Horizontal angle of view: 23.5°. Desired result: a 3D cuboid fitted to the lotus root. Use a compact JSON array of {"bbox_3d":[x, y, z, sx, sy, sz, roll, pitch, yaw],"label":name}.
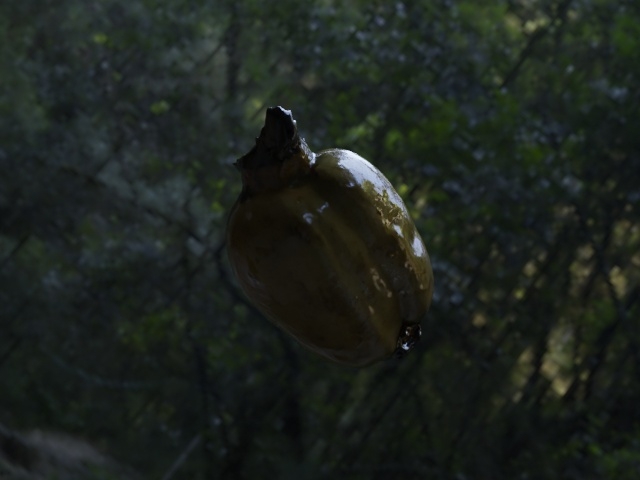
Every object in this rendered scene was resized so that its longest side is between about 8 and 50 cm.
[{"bbox_3d":[0.000,0.000,1.081,0.118,0.125,0.221,1,-44,46],"label":"lotus root"}]
